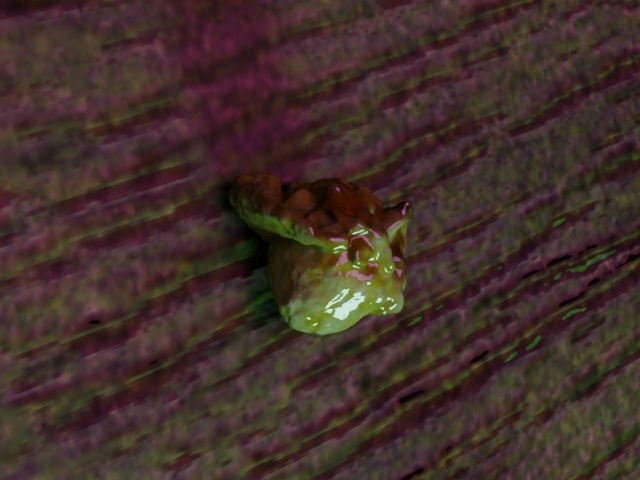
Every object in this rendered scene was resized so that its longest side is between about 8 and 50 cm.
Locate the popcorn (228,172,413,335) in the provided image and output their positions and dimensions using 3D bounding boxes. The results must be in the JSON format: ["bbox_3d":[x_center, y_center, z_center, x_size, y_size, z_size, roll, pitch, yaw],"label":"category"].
[{"bbox_3d":[0.000,0.002,0.707,0.083,0.059,0.068,40,60,-25],"label":"popcorn"}]
